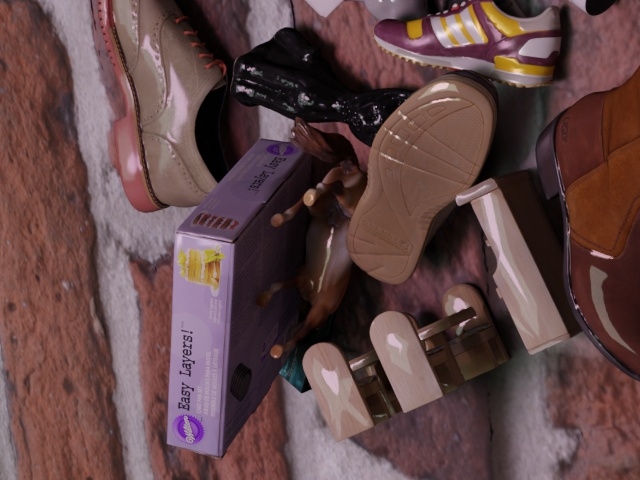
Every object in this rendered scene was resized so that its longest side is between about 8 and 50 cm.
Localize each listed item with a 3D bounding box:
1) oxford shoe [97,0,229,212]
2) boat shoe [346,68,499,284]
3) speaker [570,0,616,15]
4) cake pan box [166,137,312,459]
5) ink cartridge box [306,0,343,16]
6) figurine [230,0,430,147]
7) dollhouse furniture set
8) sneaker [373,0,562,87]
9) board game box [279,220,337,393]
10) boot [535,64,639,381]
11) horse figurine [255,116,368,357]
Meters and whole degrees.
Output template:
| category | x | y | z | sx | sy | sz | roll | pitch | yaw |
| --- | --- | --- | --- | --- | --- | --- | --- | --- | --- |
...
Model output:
| category | x | y | z | sx | sy | sz | roll | pitch | yaw |
| --- | --- | --- | --- | --- | --- | --- | --- | --- | --- |
| oxford shoe | -0.160 | -0.207 | 2.059 | 0.130 | 0.123 | 0.348 | -3 | 103 | 22 |
| boat shoe | 0.103 | -0.072 | 1.782 | 0.103 | 0.092 | 0.285 | 28 | 139 | 6 |
| speaker | 0.206 | -0.255 | 1.642 | 0.136 | 0.055 | 0.055 | 42 | 132 | 30 |
| cake pan box | -0.078 | 0.051 | 1.900 | 0.070 | 0.267 | 0.245 | 13 | 119 | 13 |
| ink cartridge box | 0.007 | -0.357 | 1.665 | 0.232 | 0.168 | 0.171 | 47 | 127 | -6 |
| figurine | 0.024 | -0.204 | 1.857 | 0.209 | 0.092 | 0.215 | 25 | 122 | 31 |
| dollhouse furniture set | 0.111 | 0.058 | 1.761 | 0.242 | 0.212 | 0.161 | -26 | 86 | 23 |
| sneaker | 0.138 | -0.198 | 1.725 | 0.185 | 0.069 | 0.084 | 16 | 104 | 25 |
| board game box | -0.034 | 0.061 | 2.059 | 0.126 | 0.026 | 0.186 | 40 | 132 | 32 |
| boot | 0.298 | -0.025 | 1.553 | 0.280 | 0.096 | 0.264 | 142 | 118 | -67 |
| horse figurine | 0.000 | 0.000 | 1.876 | 0.066 | 0.174 | 0.263 | 20 | 113 | 23 |
